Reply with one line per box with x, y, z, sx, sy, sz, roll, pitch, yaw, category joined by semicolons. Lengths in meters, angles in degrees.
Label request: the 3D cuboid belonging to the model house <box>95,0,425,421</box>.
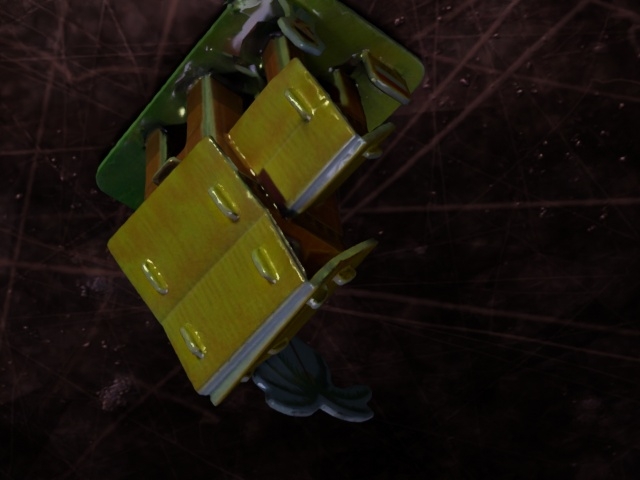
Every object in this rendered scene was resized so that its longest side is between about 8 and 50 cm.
0.000;0.000;1.305;0.340;0.323;0.300;32;117;-25;model house
